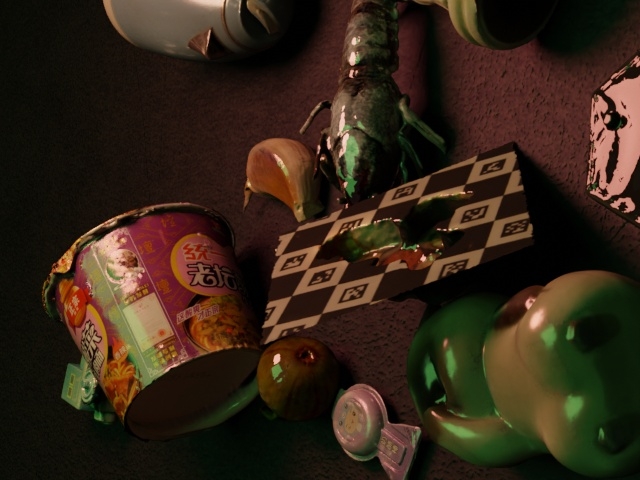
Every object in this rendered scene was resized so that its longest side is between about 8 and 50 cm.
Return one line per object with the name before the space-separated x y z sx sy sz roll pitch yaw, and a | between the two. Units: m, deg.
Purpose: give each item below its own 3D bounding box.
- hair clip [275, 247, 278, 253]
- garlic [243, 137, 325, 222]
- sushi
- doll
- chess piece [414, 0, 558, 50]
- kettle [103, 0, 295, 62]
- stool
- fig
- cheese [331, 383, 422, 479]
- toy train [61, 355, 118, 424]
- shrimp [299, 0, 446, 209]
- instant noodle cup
hair clip | 0.000 -0.001 1.853 0.173 0.049 0.049 -13 70 46
garlic | -0.072 -0.100 1.947 0.198 0.090 0.128 9 100 50
sushi | 0.104 0.024 1.481 0.339 0.068 0.320 -21 21 11
doll | 0.241 0.147 1.338 0.370 0.226 0.215 -19 100 46
chess piece | 0.161 -0.369 1.593 0.298 0.176 0.175 33 108 43
kettle | -0.158 -0.444 2.062 0.342 0.247 0.319 23 74 46
stool | 0.391 -0.101 1.258 0.232 0.141 0.232 -19 65 51
fig | -0.054 0.230 1.818 0.236 0.124 0.124 125 140 -51
cheese | 0.072 0.262 1.680 0.191 0.042 0.105 27 104 51
toy train | -0.395 0.188 2.282 0.194 0.120 0.298 11 90 59
shrimp | 0.070 -0.179 1.718 0.221 0.166 0.410 -4 81 26
instant noodle cup | -0.244 0.145 1.927 0.340 0.340 0.266 -51 52 33
